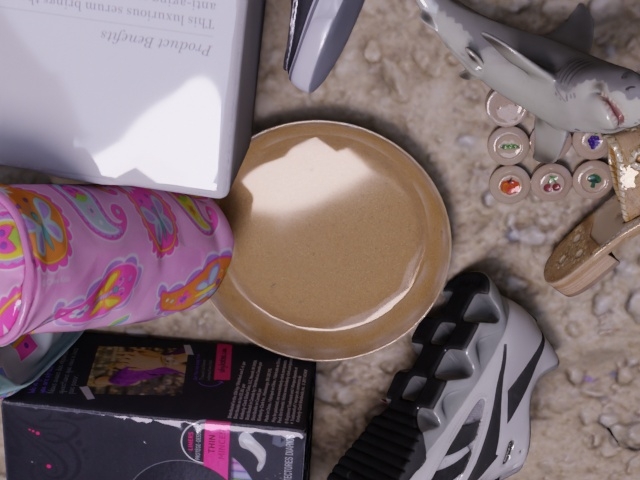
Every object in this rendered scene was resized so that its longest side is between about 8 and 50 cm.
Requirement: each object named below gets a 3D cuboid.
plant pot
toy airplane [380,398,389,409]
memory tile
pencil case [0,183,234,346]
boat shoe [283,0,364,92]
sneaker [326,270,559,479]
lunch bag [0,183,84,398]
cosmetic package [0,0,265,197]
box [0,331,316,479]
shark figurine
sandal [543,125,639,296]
[{"bbox_3d":[0.000,0.000,0.976,0.236,0.032,0.236,1,112,3],"label":"plant pot"},{"bbox_3d":[0.120,0.187,1.044,0.151,0.028,0.151,-1,102,-4],"label":"toy airplane"},{"bbox_3d":[0.219,-0.087,0.933,0.148,0.012,0.113,-3,112,6],"label":"memory tile"},{"bbox_3d":[-0.184,0.011,0.837,0.124,0.284,0.124,2,94,26],"label":"pencil case"},{"bbox_3d":[0.002,-0.235,0.858,0.076,0.080,0.228,24,116,12],"label":"boat shoe"},{"bbox_3d":[0.110,0.203,0.954,0.146,0.122,0.330,37,81,-22],"label":"sneaker"},{"bbox_3d":[-0.338,0.076,0.909,0.223,0.262,0.160,-16,111,12],"label":"lunch bag"},{"bbox_3d":[-0.146,-0.279,0.787,0.230,0.161,0.453,9,108,1],"label":"cosmetic package"},{"bbox_3d":[-0.144,0.195,1.007,0.270,0.143,0.165,5,114,3],"label":"box"},{"bbox_3d":[0.162,-0.176,0.872,0.278,0.166,0.116,41,76,15],"label":"shark figurine"},{"bbox_3d":[0.256,-0.056,0.889,0.079,0.088,0.240,33,116,-16],"label":"sandal"}]
